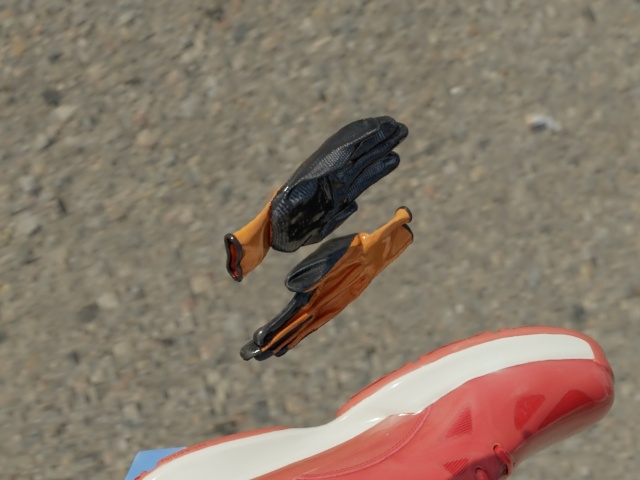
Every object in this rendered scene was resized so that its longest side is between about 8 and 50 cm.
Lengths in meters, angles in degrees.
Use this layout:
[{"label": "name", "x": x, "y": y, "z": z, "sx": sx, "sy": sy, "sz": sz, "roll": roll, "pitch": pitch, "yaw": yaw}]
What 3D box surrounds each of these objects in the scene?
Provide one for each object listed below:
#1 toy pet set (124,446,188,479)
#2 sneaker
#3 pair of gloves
[{"label": "toy pet set", "x": -0.129, "y": 0.171, "z": 1.232, "sx": 0.122, "sy": 0.114, "sz": 0.065, "roll": -10, "pitch": 89, "yaw": -52}, {"label": "sneaker", "x": 0.039, "y": 0.124, "z": 0.755, "sx": 0.221, "sy": 0.087, "sz": 0.128, "roll": -21, "pitch": 56, "yaw": -14}, {"label": "pair of gloves", "x": 0.000, "y": 0.000, "z": 0.598, "sx": 0.074, "sy": 0.083, "sz": 0.010, "roll": -40, "pitch": 60, "yaw": -22}]
